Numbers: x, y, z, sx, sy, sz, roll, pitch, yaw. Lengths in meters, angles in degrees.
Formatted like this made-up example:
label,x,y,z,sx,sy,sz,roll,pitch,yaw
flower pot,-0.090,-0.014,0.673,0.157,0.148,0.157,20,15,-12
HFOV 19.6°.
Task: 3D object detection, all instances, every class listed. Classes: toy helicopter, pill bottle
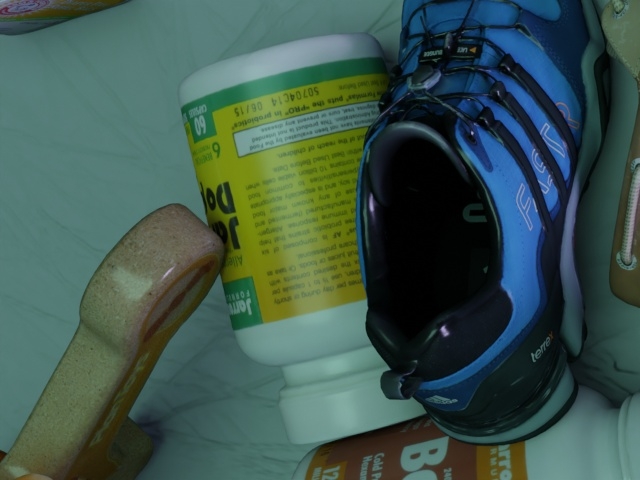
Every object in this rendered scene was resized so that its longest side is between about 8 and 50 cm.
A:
label,x,y,z,sx,sy,sz,roll,pitch,yaw
toy helicopter,-0.160,0.127,1.014,0.140,0.235,0.355,40,119,17
pill bottle,0.100,0.144,0.977,0.216,0.121,0.121,-18,87,25
pill bottle,0.000,0.000,1.013,0.118,0.117,0.208,-14,89,26

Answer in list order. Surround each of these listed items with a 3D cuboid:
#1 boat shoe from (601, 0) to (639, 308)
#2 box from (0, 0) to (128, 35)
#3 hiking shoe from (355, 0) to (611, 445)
label,x,y,z,sx,sy,sz,roll,pitch,yaw
boat shoe,0.195,-0.109,0.913,0.116,0.123,0.324,7,96,27
box,-0.193,-0.229,1.085,0.103,0.114,0.203,-13,90,26
hiking shoe,0.079,-0.055,0.927,0.113,0.132,0.304,-11,66,24
